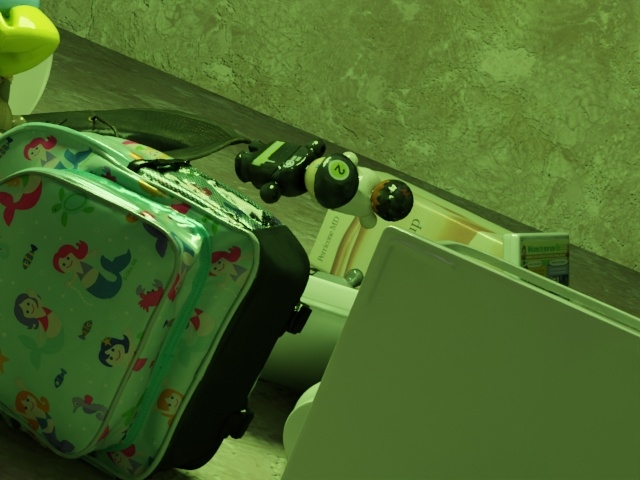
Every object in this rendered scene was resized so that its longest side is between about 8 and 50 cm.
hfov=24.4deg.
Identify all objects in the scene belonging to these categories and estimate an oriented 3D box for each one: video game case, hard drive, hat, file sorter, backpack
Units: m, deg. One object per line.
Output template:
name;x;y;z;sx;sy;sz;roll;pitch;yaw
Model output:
video game case;0.263;0.087;1.795;0.023;0.193;0.212;0;1;26
hard drive;0.048;0.107;1.368;0.308;0.040;0.203;19;-26;-16
hat;-0.244;-0.069;1.718;0.331;0.133;0.331;2;12;0
file sorter;0.092;0.153;0.869;0.193;0.277;0.173;24;9;15
backpack;-0.168;0.035;1.087;0.253;0.225;0.191;33;11;27

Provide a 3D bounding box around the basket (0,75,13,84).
basket;-0.470;-0.174;1.503;0.299;0.213;0.223;0;9;-29

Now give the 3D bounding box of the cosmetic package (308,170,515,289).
cosmetic package;0.151;0.028;1.966;0.296;0.153;0.129;26;10;29

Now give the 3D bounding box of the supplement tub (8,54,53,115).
supplement tub;-0.517;-0.263;1.997;0.272;0.191;0.191;23;11;11

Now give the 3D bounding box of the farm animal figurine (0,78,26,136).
farm animal figurine;-0.325;-0.071;1.323;0.327;0.172;0.330;27;3;24

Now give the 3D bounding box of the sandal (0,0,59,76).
sandal;-0.407;-0.211;1.353;0.317;0.138;0.126;-9;-12;-21

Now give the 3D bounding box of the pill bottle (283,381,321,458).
pill bottle;0.028;0.154;1.249;0.087;0.087;0.160;25;11;17

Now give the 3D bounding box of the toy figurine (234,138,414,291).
toy figurine;0.000;0.000;1.640;0.148;0.213;0.210;14;-1;37
